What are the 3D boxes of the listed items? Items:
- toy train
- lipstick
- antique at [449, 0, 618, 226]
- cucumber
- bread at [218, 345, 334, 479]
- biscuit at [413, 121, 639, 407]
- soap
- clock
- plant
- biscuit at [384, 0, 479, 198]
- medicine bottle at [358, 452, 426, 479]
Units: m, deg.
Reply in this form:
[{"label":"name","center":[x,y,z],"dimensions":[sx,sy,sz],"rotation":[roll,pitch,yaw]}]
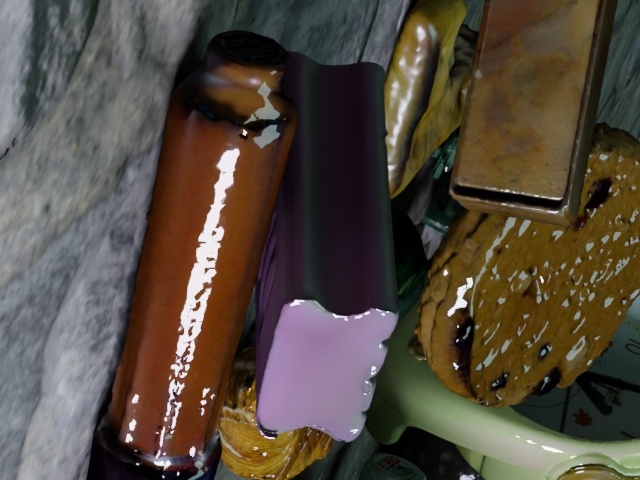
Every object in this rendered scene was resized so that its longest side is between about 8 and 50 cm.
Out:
[{"label":"toy train","center":[0.161,-0.098,1.556],"dimensions":[0.200,0.083,0.132],"rotation":[-61,176,-12]},{"label":"lipstick","center":[-0.083,0.073,0.982],"dimensions":[0.077,0.077,0.418],"rotation":[-43,153,-55]},{"label":"antique","center":[0.179,-0.172,1.328],"dimensions":[0.087,0.093,0.309],"rotation":[21,80,-75]},{"label":"cucumber","center":[0.043,0.042,1.403],"dimensions":[0.116,0.062,0.115],"rotation":[-68,169,20]},{"label":"bread","center":[-0.035,0.122,1.227],"dimensions":[0.105,0.076,0.233],"rotation":[-61,165,-8]},{"label":"biscuit","center":[0.194,0.022,1.503],"dimensions":[0.296,0.075,0.296],"rotation":[-30,138,-32]},{"label":"soap","center":[0.000,0.000,0.984],"dimensions":[0.122,0.066,0.203],"rotation":[105,-13,-46]},{"label":"clock","center":[0.241,0.142,1.677],"dimensions":[0.286,0.348,0.117],"rotation":[-50,160,-42]},{"label":"plant","center":[0.162,0.262,1.948],"dimensions":[0.178,0.204,0.234],"rotation":[-16,136,-40]},{"label":"biscuit","center":[0.092,-0.133,1.325],"dimensions":[0.183,0.039,0.174],"rotation":[-46,154,-52]},{"label":"medicine bottle","center":[0.039,0.330,1.744],"dimensions":[0.228,0.121,0.083],"rotation":[-69,164,15]}]
